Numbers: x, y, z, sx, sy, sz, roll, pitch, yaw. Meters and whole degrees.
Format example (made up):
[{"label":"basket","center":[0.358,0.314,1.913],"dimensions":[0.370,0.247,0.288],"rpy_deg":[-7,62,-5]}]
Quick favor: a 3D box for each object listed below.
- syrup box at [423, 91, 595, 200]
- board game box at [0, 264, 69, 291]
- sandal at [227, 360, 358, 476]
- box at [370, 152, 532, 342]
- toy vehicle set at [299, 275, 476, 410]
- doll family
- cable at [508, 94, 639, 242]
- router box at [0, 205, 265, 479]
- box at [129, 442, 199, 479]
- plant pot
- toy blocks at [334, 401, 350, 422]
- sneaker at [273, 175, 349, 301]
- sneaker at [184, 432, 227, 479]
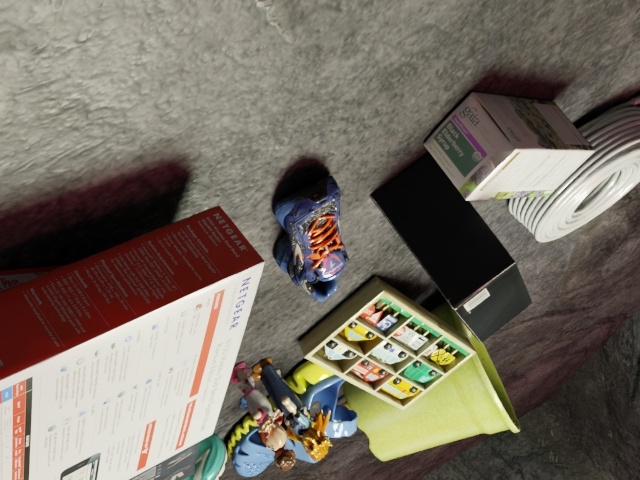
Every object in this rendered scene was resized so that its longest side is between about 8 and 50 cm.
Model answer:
[{"label":"syrup box","center":[0.243,-0.117,1.296],"dimensions":[0.237,0.093,0.096],"rpy_deg":[-7,146,-52]},{"label":"board game box","center":[-0.286,0.087,0.996],"dimensions":[0.193,0.045,0.147],"rpy_deg":[-5,143,-53]},{"label":"sandal","center":[-0.046,0.329,1.762],"dimensions":[0.126,0.138,0.317],"rpy_deg":[-13,152,-49]},{"label":"box","center":[0.182,0.017,1.367],"dimensions":[0.103,0.184,0.261],"rpy_deg":[-39,159,3]},{"label":"toy vehicle set","center":[0.112,0.172,1.646],"dimensions":[0.166,0.035,0.267],"rpy_deg":[-42,133,16]},{"label":"doll family","center":[-0.047,0.270,1.588],"dimensions":[0.118,0.163,0.263],"rpy_deg":[-32,159,-9]},{"label":"cable","center":[0.419,-0.100,1.605],"dimensions":[0.257,0.089,0.257],"rpy_deg":[-23,156,-29]},{"label":"router box","center":[-0.226,0.149,1.017],"dimensions":[0.301,0.082,0.335],"rpy_deg":[-24,151,-33]},{"label":"box","center":[-0.261,0.304,1.435],"dimensions":[0.156,0.093,0.158],"rpy_deg":[-26,156,-24]},{"label":"plant pot","center":[0.187,0.270,1.863],"dimensions":[0.254,0.276,0.276],"rpy_deg":[-26,161,9]},{"label":"toy blocks","center":[0.085,0.327,2.067],"dimensions":[0.148,0.054,0.123],"rpy_deg":[-33,158,-7]},{"label":"sneaker","center":[0.000,0.000,1.188],"dimensions":[0.083,0.087,0.221],"rpy_deg":[-31,159,-14]},{"label":"sneaker","center":[-0.266,0.376,1.585],"dimensions":[0.275,0.107,0.110],"rpy_deg":[-26,148,-24]}]
